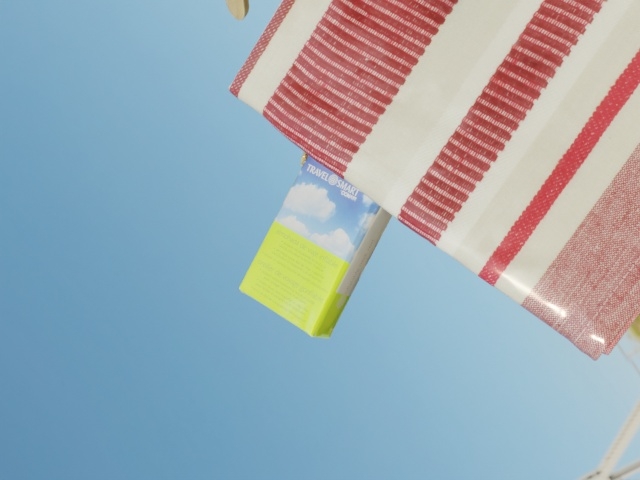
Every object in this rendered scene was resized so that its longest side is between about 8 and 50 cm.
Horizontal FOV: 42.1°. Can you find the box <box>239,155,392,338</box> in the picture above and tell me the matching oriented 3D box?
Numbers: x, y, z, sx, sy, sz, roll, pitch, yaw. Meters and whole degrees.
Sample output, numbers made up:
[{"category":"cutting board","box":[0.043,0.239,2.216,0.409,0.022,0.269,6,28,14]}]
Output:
[{"category":"box","box":[0.000,0.000,0.878,0.109,0.178,0.042,29,-176,28]}]

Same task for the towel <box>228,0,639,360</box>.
[{"category":"towel","box":[0.120,-0.111,0.561,0.329,0.237,0.037,37,-171,19]}]

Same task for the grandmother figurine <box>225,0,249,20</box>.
[{"category":"grandmother figurine","box":[-0.036,-0.503,1.419,0.342,0.104,0.208,-31,-93,-26]}]

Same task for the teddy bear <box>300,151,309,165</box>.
[{"category":"teddy bear","box":[0.085,-0.169,1.407,0.113,0.245,0.338,58,-179,-20]}]
